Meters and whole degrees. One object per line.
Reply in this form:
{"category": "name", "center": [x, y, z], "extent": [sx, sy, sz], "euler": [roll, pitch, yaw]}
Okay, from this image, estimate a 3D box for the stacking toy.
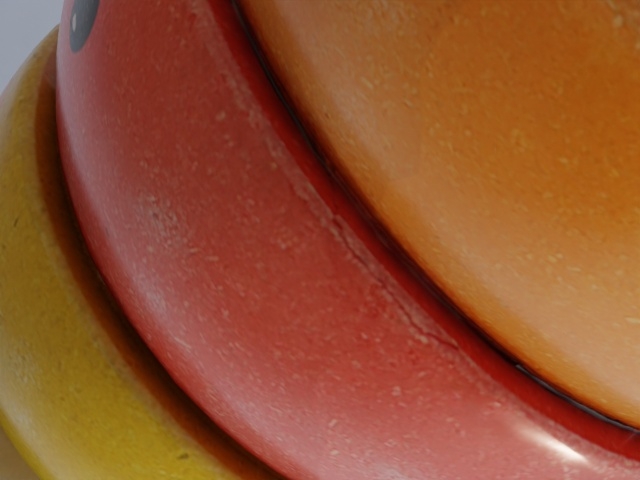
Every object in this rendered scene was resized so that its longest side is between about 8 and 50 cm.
{"category": "stacking toy", "center": [0.000, 0.000, 0.616], "extent": [0.480, 0.351, 0.350], "euler": [-39, -119, 29]}
